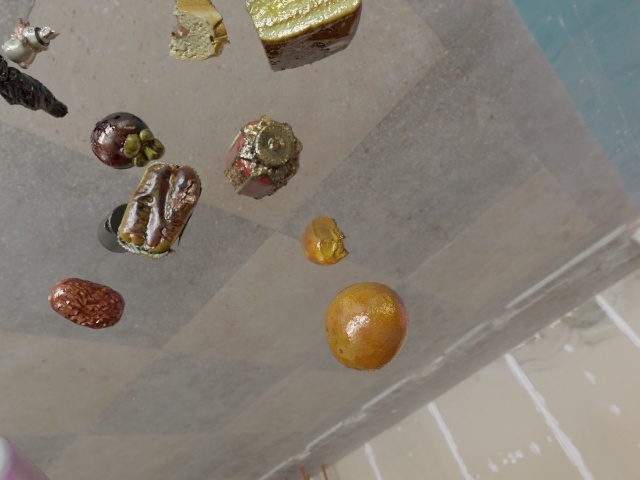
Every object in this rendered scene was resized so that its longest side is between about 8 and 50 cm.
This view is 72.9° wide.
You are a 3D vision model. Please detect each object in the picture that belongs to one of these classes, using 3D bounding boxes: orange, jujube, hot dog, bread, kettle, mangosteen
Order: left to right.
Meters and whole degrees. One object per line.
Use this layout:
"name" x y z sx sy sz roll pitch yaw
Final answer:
"jujube" -0.595 0.160 1.106 0.176 0.112 0.109 30 90 -37
"mangosteen" -0.535 -0.272 1.205 0.180 0.166 0.166 21 137 8
"kettle" -0.900 -0.051 2.063 0.262 0.203 0.308 20 161 -30
"hot dog" -0.418 -0.084 1.127 0.163 0.270 0.082 22 171 -3
"bread" -0.394 -0.744 1.513 0.211 0.224 0.183 18 146 5
"bread" -0.027 -0.395 0.805 0.184 0.234 0.110 -20 101 3
"orange" 0.103 0.196 0.990 0.206 0.206 0.206 -14 141 -12

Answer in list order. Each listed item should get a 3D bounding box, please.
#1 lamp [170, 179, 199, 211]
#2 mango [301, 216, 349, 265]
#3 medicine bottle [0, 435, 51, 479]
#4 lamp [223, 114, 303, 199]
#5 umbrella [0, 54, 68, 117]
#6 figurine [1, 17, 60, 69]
"lamp" -0.316 -0.099 1.002 0.083 0.063 0.031 -27 143 28
"mango" 0.000 0.000 1.477 0.126 0.252 0.153 2 106 -22
"medicine bottle" -0.486 0.422 0.654 0.152 0.152 0.254 -13 127 -12
"lamp" -0.149 -0.202 1.099 0.177 0.176 0.274 -5 175 -21
"umbrella" -0.847 -0.425 1.156 0.128 0.154 0.336 -53 171 -1
"figurine" -0.776 -0.539 1.146 0.146 0.081 0.098 -37 108 16
